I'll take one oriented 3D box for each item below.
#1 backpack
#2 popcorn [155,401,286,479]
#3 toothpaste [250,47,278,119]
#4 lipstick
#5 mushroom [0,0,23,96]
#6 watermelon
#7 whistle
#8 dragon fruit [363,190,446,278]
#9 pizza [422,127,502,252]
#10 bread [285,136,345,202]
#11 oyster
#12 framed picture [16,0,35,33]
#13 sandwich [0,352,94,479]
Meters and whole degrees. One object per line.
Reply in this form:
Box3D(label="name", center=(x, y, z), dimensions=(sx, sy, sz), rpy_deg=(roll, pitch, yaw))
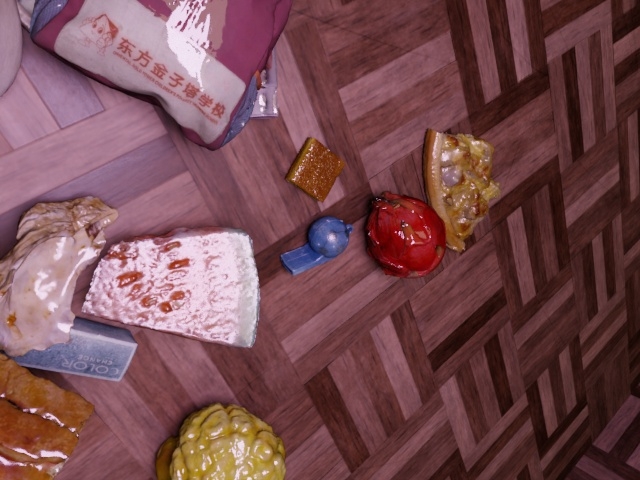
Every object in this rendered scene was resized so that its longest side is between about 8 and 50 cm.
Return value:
Box3D(label="backpack", center=(-0.178, -0.319, 0.597), dimensions=(0.283, 0.197, 0.317), rpy_deg=(29, 96, -34))
Box3D(label="popcorn", center=(-0.178, 0.423, 0.814), dimensions=(0.237, 0.251, 0.206), rpy_deg=(38, 52, -1))
Box3D(label="toothpaste", center=(-0.109, -0.364, 0.722), dimensions=(0.100, 0.066, 0.323), rpy_deg=(-10, 103, -30))
Box3D(label="lipstick", center=(-0.413, 0.136, 0.639), dimensions=(0.290, 0.076, 0.077), rpy_deg=(27, 85, -36))
Box3D(label="mushroom", center=(-0.404, -0.276, 0.514), dimensions=(0.116, 0.093, 0.225), rpy_deg=(16, 113, -21))
Box3D(label="watermelon", center=(-0.232, 0.074, 0.709), dimensions=(0.257, 0.140, 0.192), rpy_deg=(5, 80, -30))
Box3D(label="whistle", center=(0.000, 0.000, 0.876), dimensions=(0.158, 0.090, 0.090), rpy_deg=(-21, 114, -27))
Box3D(label="dragon fruit", center=(0.177, -0.005, 0.942), dimensions=(0.172, 0.172, 0.209), rpy_deg=(-42, 130, -18))
Box3D(label="pizza", center=(0.352, -0.137, 1.078), dimensions=(0.223, 0.089, 0.323), rpy_deg=(-29, 117, -21))
Box3D(label="bread", center=(-0.010, -0.136, 0.862), dimensions=(0.090, 0.035, 0.094), rpy_deg=(32, 85, -35))
Box3D(label="oyster", center=(-0.370, 0.033, 0.595), dimensions=(0.107, 0.161, 0.232), rpy_deg=(17, 56, 0))
Box3D(label="framed picture", center=(-0.336, -0.467, 0.565), dimensions=(0.335, 0.022, 0.247), rpy_deg=(-48, 123, -14))
Box3D(label="sandwich", center=(-0.446, 0.242, 0.532), dimensions=(0.262, 0.131, 0.325), rpy_deg=(36, 124, -13))
